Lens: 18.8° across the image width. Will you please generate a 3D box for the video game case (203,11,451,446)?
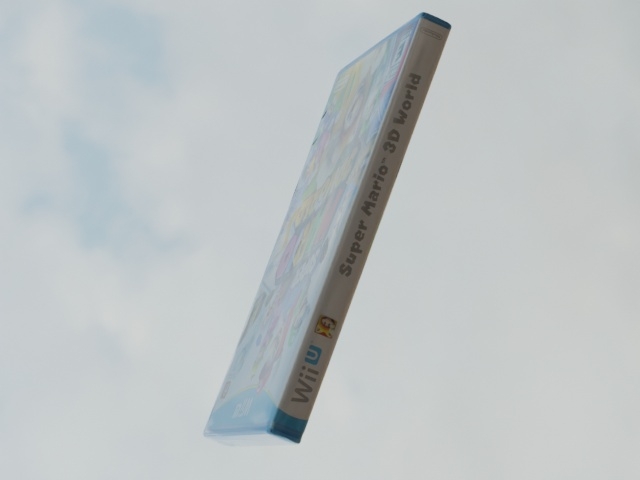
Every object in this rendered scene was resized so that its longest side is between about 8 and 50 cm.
[{"bbox_3d":[0.000,0.000,0.751,0.015,0.119,0.166,22,-101,-12],"label":"video game case"}]
